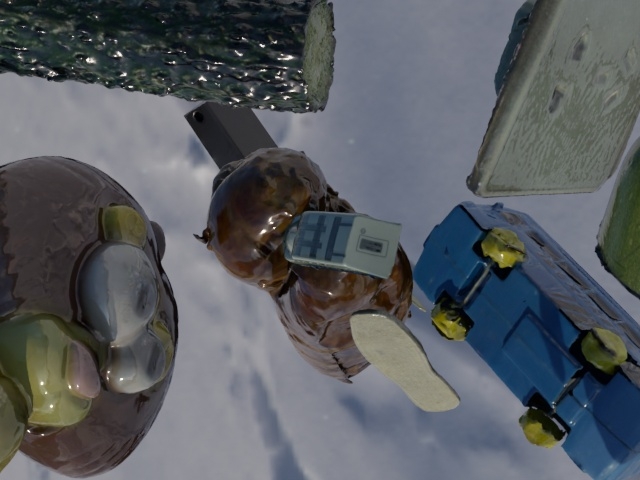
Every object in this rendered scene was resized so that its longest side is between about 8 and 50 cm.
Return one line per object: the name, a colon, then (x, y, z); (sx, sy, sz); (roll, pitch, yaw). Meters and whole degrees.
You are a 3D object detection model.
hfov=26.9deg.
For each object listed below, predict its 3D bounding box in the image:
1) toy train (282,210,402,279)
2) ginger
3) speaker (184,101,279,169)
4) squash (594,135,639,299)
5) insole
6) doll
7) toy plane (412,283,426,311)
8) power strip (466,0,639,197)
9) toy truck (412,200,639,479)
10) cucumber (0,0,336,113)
toy train: (0.000, 0.000, 1.222); (0.234, 0.051, 0.052); (7, 82, 67)
ginger: (-0.007, 0.024, 1.535); (0.254, 0.176, 0.418); (44, 176, 21)
speaker: (-0.086, -0.093, 1.735); (0.044, 0.082, 0.218); (-27, 103, 36)
squash: (0.633, -0.080, 2.197); (0.308, 0.310, 0.310); (96, 156, -44)
insole: (0.075, 0.110, 1.196); (0.063, 0.192, 0.010); (-4, 57, 28)
doll: (-0.114, 0.054, 0.545); (0.096, 0.145, 0.188); (-2, 54, 29)
toy plane: (0.051, 0.026, 1.961); (0.092, 0.244, 0.229); (-49, 30, 13)
power strip: (0.175, -0.131, 0.955); (0.064, 0.213, 0.198); (30, 110, 30)
toy truck: (0.282, 0.117, 1.645); (0.385, 0.162, 0.161); (48, 121, 31)
cucumber: (-0.170, -0.158, 1.004); (0.096, 0.359, 0.096); (7, -90, -78)
